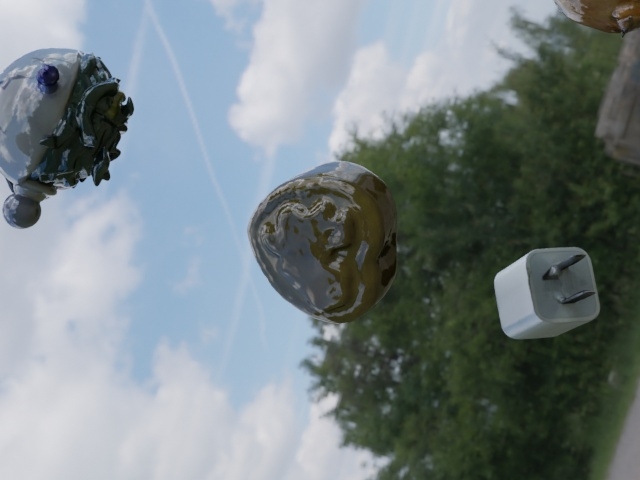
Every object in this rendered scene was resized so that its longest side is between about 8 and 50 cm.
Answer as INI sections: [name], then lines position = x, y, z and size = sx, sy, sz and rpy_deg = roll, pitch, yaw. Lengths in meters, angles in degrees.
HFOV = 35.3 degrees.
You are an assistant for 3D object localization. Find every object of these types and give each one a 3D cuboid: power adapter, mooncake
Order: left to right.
[mooncake]
position = 0.000, 0.000, 1.491
size = 0.117, 0.234, 0.235
rpy_deg = -43, -31, -57
[power adapter]
position = 0.392, 0.082, 1.678
size = 0.205, 0.125, 0.130
rpy_deg = 132, 134, -68

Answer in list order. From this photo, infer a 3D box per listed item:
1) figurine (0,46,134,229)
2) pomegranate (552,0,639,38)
[figurine]
position = -0.384, -0.134, 1.348
size = 0.382, 0.186, 0.261
rpy_deg = -16, 69, 51
[pomegranate]
position = 0.597, -0.547, 1.974
size = 0.338, 0.338, 0.338
rpy_deg = 16, -90, -80
